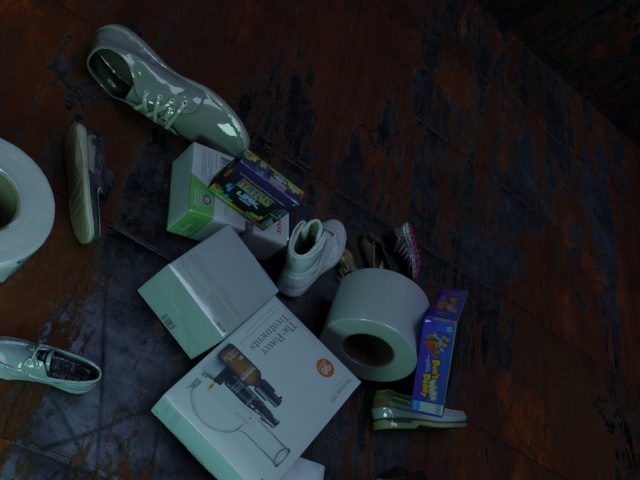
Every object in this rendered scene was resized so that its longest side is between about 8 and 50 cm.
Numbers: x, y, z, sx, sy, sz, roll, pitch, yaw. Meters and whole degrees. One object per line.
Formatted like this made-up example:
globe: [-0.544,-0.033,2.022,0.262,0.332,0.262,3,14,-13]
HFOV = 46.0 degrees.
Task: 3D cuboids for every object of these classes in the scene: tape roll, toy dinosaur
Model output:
tape roll: [0.137,0.210,1.869,0.246,0.246,0.169,39,46,-18]
toy dinosaur: [0.069,0.064,2.035,0.183,0.053,0.092,45,42,-12]
tape roll: [-0.654,-0.061,1.416,0.286,0.100,0.286,22,52,-32]

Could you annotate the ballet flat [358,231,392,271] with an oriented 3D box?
ballet flat: [0.174,0.088,2.111,0.084,0.058,0.250,-2,68,-42]

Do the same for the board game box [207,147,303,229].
board game box: [-0.147,-0.112,1.707,0.170,0.141,0.048,36,48,-20]

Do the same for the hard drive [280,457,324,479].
hard drive: [-0.109,0.582,1.527,0.210,0.040,0.319,22,47,-14]

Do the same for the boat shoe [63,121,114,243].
boat shoe: [-0.485,-0.124,1.609,0.092,0.103,0.285,4,58,-36]

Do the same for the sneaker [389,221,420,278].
sneaker: [0.244,0.032,2.212,0.063,0.074,0.170,-38,117,-64]

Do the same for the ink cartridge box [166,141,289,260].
ink cartridge box: [-0.218,-0.089,1.818,0.273,0.115,0.198,20,55,-33]

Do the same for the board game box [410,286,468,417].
board game box: [0.307,0.272,1.920,0.347,0.078,0.233,-32,130,-72]

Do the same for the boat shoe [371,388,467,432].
boat shoe: [0.262,0.437,1.944,0.302,0.113,0.103,12,64,-37]

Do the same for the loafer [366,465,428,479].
loafer: [0.177,0.585,1.815,0.220,0.080,0.078,17,46,-41]

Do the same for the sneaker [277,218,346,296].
sneaker: [0.000,0.000,1.907,0.108,0.169,0.292,27,44,11]

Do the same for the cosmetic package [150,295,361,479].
cosmetic package: [-0.126,0.332,1.614,0.284,0.097,0.377,46,46,3]

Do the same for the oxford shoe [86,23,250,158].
oxford shoe: [-0.369,-0.329,1.791,0.449,0.169,0.130,38,42,-9]

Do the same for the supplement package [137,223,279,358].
supplement package: [-0.243,0.109,1.651,0.194,0.149,0.203,54,43,-3]

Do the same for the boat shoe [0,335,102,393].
boat shoe: [-0.511,0.222,1.390,0.227,0.081,0.079,25,51,-31]
